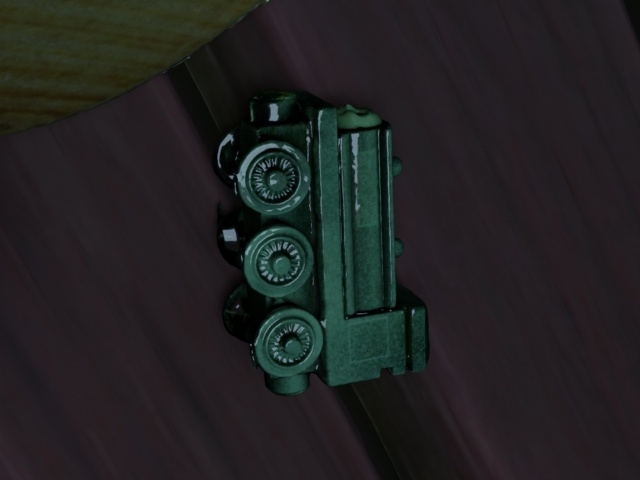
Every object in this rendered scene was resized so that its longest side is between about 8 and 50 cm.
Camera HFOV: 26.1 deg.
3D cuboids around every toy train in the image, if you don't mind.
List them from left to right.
[{"bbox_3d":[0.000,0.000,0.749,0.111,0.071,0.171,-9,108,-19],"label":"toy train"}]

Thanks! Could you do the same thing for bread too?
[{"bbox_3d":[-0.091,-0.140,0.607,0.267,0.267,0.040,-34,74,0],"label":"bread"}]
